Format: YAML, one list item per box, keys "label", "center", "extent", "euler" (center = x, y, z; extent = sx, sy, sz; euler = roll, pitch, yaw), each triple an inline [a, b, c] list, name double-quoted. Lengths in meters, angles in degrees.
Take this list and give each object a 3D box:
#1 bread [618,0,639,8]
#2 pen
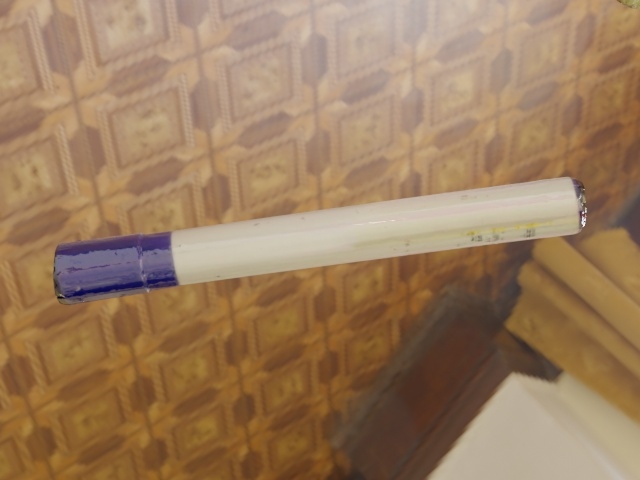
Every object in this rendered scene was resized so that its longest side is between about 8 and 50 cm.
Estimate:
- label: "bread"
  center: [0.208, -0.297, 0.951]
  extent: [0.257, 0.186, 0.124]
  euler: [21, 124, -25]
- label: "pen"
  center: [0.000, -0.001, 0.607]
  extent: [0.269, 0.033, 0.033]
  euler: [-8, 138, 1]
